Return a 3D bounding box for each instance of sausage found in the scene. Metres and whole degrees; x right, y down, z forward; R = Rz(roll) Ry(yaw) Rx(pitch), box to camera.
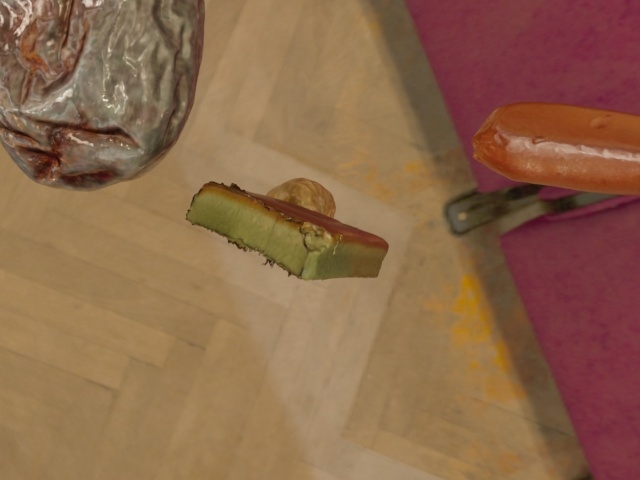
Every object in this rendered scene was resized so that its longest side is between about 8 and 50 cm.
[{"bbox_3d":[0.354,-0.103,1.228,0.348,0.097,0.094,10,68,19],"label":"sausage"}]

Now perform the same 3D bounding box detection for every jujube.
[{"bbox_3d":[-0.247,-0.205,1.135,0.246,0.215,0.308,12,83,16],"label":"jujube"}]

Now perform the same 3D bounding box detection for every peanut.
[{"bbox_3d":[-0.029,-0.042,1.378,0.089,0.193,0.089,-1,93,-12],"label":"peanut"}]

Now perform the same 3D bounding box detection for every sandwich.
[{"bbox_3d":[0.000,0.000,1.134,0.212,0.245,0.063,14,98,-37],"label":"sandwich"}]
